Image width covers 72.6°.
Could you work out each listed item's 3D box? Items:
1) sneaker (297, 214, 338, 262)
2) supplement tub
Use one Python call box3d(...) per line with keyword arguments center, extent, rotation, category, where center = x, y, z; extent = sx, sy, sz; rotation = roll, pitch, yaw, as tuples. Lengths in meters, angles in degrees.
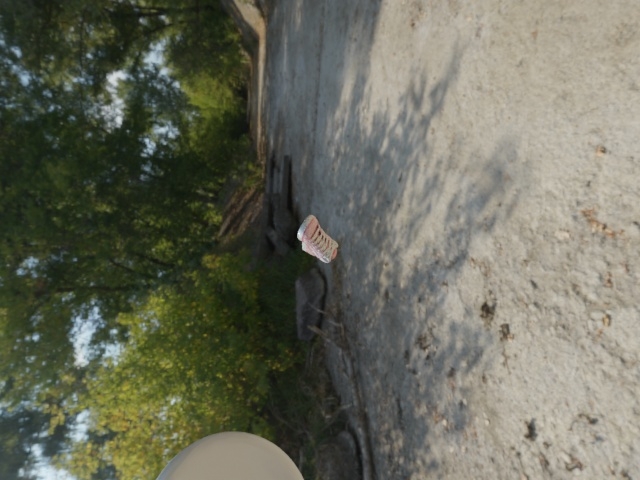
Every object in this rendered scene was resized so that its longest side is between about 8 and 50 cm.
box3d(center=(0.000, 0.000, 0.806), extent=(0.051, 0.070, 0.134), rotation=(-58, -13, -16), category="sneaker")
box3d(center=(-0.163, 0.462, 0.668), extent=(0.228, 0.228, 0.316), rotation=(-102, 28, -43), category="supplement tub")
